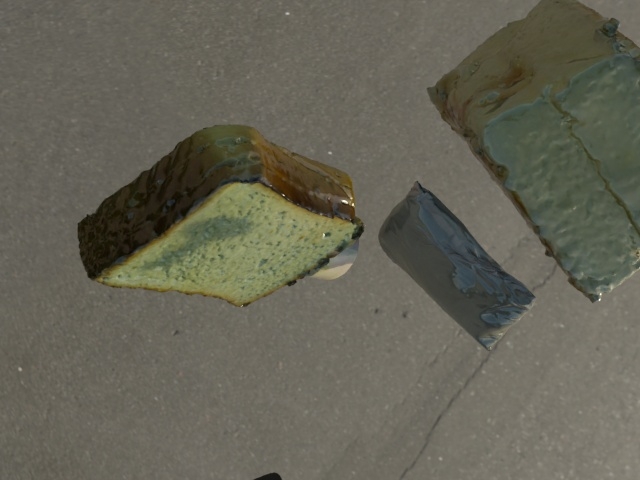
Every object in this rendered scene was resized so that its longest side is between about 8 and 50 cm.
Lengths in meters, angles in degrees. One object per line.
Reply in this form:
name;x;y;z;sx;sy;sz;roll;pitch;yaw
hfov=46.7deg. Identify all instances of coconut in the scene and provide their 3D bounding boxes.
coconut;0.000;0.000;1.138;0.122;0.116;0.116;11;98;-56

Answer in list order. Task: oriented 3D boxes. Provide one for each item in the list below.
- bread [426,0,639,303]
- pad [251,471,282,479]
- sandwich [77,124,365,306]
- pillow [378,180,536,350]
bread;0.396;-0.160;1.181;0.279;0.390;0.371;-37;113;14
pad;-0.119;0.476;0.905;0.063;0.315;0.375;40;40;-22
sandwich;-0.077;-0.011;0.652;0.186;0.065;0.215;-34;154;26
pillow;0.206;0.043;1.127;0.270;0.173;0.067;44;55;3
